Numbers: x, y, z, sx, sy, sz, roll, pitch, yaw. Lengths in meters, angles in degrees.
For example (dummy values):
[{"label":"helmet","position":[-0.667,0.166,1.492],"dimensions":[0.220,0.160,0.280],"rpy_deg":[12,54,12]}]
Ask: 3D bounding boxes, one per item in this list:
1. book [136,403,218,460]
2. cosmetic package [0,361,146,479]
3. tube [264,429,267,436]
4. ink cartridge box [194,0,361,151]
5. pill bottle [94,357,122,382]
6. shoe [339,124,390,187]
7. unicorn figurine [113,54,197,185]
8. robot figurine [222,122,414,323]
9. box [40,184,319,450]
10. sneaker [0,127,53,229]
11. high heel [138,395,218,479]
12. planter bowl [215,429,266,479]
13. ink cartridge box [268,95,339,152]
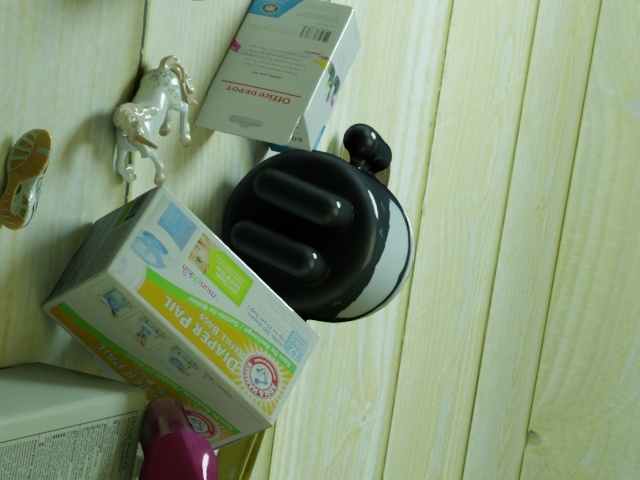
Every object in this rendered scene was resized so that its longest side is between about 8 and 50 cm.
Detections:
[{"label":"book","position":[-0.130,0.147,1.866],"dimensions":[0.035,0.096,0.144],"rpy_deg":[58,48,-65]},{"label":"cosmetic package","position":[-0.256,0.190,1.491],"dimensions":[0.309,0.113,0.160],"rpy_deg":[0,102,-72]},{"label":"tube","position":[-0.098,0.116,2.007],"dimensions":[0.062,0.070,0.240],"rpy_deg":[-27,133,-21]},{"label":"ink cartridge box","position":[-0.041,-0.155,1.909],"dimensions":[0.061,0.104,0.181],"rpy_deg":[76,33,-54]},{"label":"pill bottle","position":[-0.146,0.070,1.781],"dimensions":[0.152,0.086,0.086],"rpy_deg":[-50,148,-55]},{"label":"shoe","position":[0.043,-0.048,2.337],"dimensions":[0.076,0.058,0.219],"rpy_deg":[-36,136,-35]},{"label":"unicorn figurine","position":[-0.152,-0.101,1.708],"dimensions":[0.111,0.060,0.162],"rpy_deg":[81,12,-48]},{"label":"robot figurine","position":[0.003,-0.001,2.033],"dimensions":[0.173,0.209,0.278],"rpy_deg":[65,11,14]},{"label":"box","position":[-0.118,0.071,1.664],"dimensions":[0.203,0.103,0.114],"rpy_deg":[44,48,-19]},{"label":"sneaker","position":[-0.234,-0.048,1.534],"dimensions":[0.037,0.032,0.083],"rpy_deg":[65,44,-83]},{"label":"high heel","position":[-0.124,0.258,1.643],"dimensions":[0.117,0.082,0.244],"rpy_deg":[-118,-146,-52]},{"label":"planter bowl","position":[-0.122,0.240,1.934],"dimensions":[0.217,0.090,0.217],"rpy_deg":[19,90,-88]},{"label":"ink cartridge box","position":[-0.026,-0.158,2.040],"dimensions":[0.122,0.052,0.088],"rpy_deg":[72,35,-56]}]
